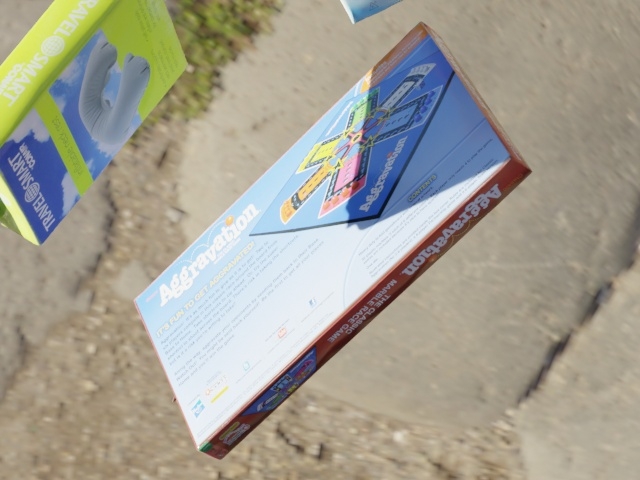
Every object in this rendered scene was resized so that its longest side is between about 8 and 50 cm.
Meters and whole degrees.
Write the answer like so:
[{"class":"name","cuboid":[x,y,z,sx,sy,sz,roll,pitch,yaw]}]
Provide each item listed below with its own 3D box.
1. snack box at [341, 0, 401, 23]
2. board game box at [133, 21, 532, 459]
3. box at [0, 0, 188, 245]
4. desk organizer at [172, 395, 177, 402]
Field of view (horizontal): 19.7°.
[{"class":"snack box","cuboid":[0.124,-0.305,1.291,0.322,0.187,0.060,-25,30,10]},{"class":"board game box","cuboid":[0.000,0.000,1.199,0.281,0.027,0.145,-43,47,17]},{"class":"box","cuboid":[-0.158,-0.080,1.121,0.042,0.109,0.178,28,69,23]},{"class":"desk organizer","cuboid":[-0.088,0.121,1.643,0.050,0.047,0.130,55,147,23]}]
